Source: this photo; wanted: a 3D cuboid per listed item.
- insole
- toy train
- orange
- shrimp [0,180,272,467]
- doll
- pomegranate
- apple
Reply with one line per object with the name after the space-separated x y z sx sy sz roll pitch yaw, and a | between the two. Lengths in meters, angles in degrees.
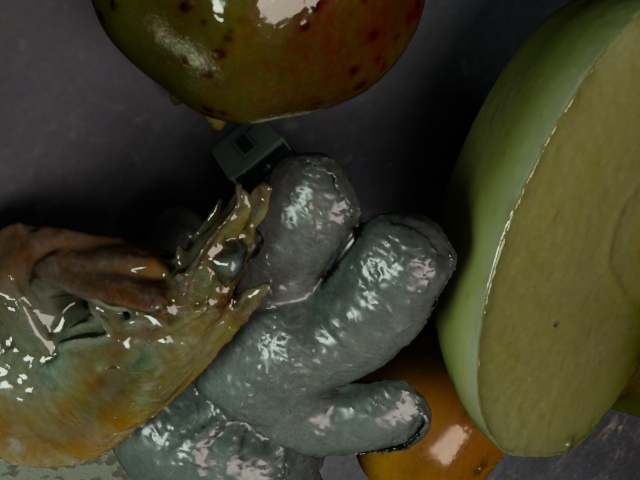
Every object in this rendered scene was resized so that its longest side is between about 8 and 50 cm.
-0.219 0.186 0.903 0.193 0.006 0.065 -5 125 -27 | insole
0.000 0.000 0.861 0.052 0.051 0.234 -38 133 1 | toy train
0.095 0.155 0.974 0.159 0.136 0.159 -33 148 -24 | orange
-0.152 0.043 0.731 0.168 0.077 0.317 44 117 -9 | shrimp
-0.029 0.074 0.820 0.246 0.158 0.340 30 119 -1 | doll
-0.048 -0.146 0.642 0.198 0.198 0.246 9 137 -34 | pomegranate
0.252 -0.019 0.843 0.311 0.320 0.360 14 108 6 | apple
